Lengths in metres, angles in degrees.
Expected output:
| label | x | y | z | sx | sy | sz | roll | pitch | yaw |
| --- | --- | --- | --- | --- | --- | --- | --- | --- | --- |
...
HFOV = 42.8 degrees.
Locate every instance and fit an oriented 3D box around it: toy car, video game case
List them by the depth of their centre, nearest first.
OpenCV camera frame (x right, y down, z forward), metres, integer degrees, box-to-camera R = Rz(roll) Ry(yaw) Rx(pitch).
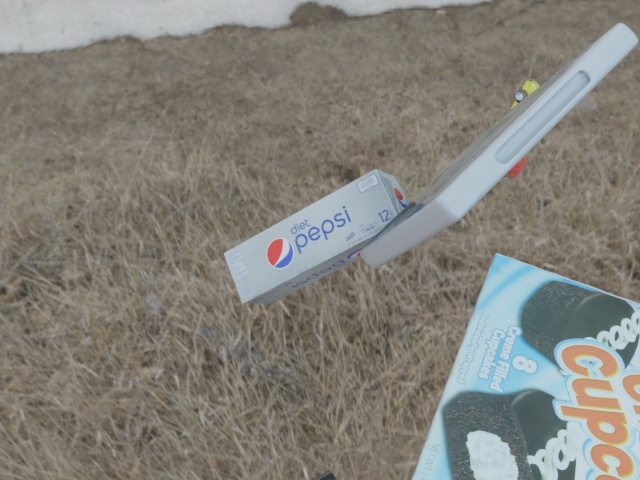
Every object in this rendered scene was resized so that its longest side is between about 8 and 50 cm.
| label | x | y | z | sx | sy | sz | roll | pitch | yaw |
| --- | --- | --- | --- | --- | --- | --- | --- | --- | --- |
| video game case | 0.196 | -0.098 | 0.987 | 0.300 | 0.329 | 0.036 | -43 | 89 | -15 |
| toy car | 0.330 | -0.157 | 1.506 | 0.053 | 0.239 | 0.225 | 35 | 57 | 23 |

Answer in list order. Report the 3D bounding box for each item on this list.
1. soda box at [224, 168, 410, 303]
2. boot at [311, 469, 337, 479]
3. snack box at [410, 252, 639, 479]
| label | x | y | z | sx | sy | sz | roll | pitch | yaw |
| --- | --- | --- | --- | --- | --- | --- | --- | --- | --- |
| soda box | 0.000 | 0.000 | 1.249 | 0.286 | 0.098 | 0.091 | -28 | 75 | 21 |
| boot | -0.027 | 0.582 | 1.349 | 0.260 | 0.131 | 0.348 | -26 | 84 | -13 |
| snack box | 0.159 | 0.165 | 0.546 | 0.187 | 0.060 | 0.322 | 20 | 50 | 11 |
